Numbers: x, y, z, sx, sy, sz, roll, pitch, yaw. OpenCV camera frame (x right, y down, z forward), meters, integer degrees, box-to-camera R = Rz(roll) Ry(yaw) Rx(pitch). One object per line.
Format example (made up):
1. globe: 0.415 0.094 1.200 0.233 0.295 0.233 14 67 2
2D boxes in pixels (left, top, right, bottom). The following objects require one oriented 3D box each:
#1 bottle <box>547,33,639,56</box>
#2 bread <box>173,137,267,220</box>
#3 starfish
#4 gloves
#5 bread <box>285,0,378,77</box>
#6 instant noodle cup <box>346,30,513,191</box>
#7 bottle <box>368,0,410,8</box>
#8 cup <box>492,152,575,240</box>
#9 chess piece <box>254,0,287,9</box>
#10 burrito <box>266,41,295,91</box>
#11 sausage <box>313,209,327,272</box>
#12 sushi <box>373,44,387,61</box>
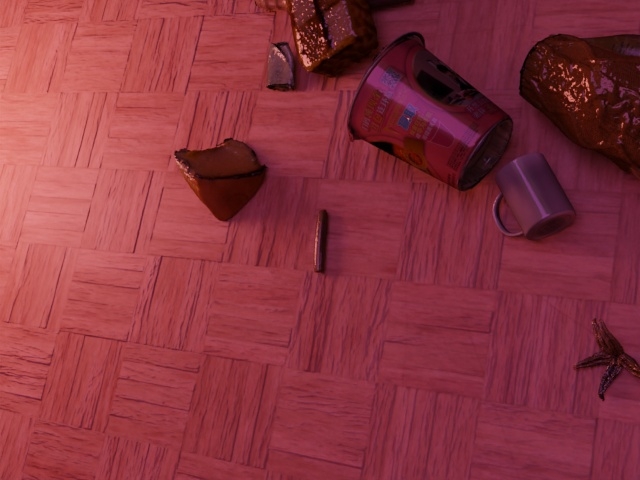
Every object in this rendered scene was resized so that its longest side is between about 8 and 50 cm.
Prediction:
1. bottle: 0.541 -0.337 1.500 0.269 0.083 0.083 20 83 33
2. bread: -0.210 -0.158 1.768 0.160 0.169 0.140 -39 60 -8
3. starfish: 0.497 0.205 1.376 0.130 0.041 0.133 23 111 34
4. gloves: 0.502 -0.227 1.421 0.356 0.155 0.203 33 129 28
5. bread: 0.017 -0.471 1.744 0.181 0.096 0.222 -21 77 33
6. instant noodle cup: 0.214 -0.227 1.549 0.255 0.244 0.244 39 93 22
7. bottle: 0.129 -0.528 1.765 0.140 0.053 0.053 -4 73 25
8. cup: 0.382 -0.070 1.495 0.099 0.136 0.133 -15 64 -17
9. chess piece: -0.084 -0.546 1.869 0.122 0.066 0.066 25 86 23
10. burrito: -0.085 -0.388 1.827 0.074 0.044 0.118 -3 76 27
11. sausage: 0.000 0.000 1.679 0.024 0.024 0.133 -3 74 24
12. sushi: 0.140 -0.343 1.686 0.056 0.084 0.083 -19 68 19
